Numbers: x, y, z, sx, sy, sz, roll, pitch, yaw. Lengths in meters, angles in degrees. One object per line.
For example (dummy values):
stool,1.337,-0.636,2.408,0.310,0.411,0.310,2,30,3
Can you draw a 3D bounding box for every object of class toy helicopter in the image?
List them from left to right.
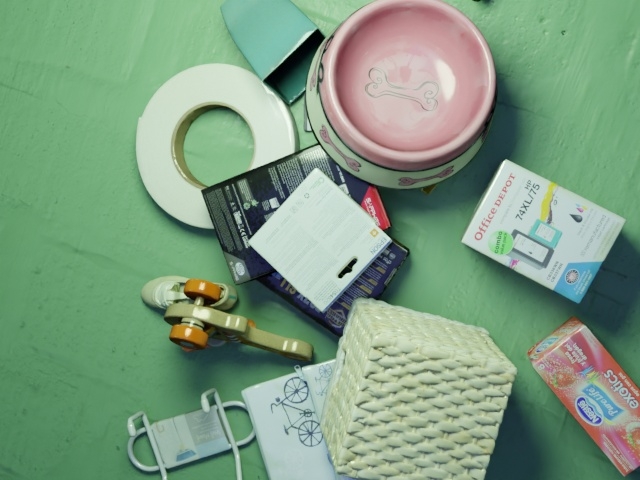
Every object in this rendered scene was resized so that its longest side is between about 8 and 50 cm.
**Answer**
toy helicopter,-0.189,0.222,1.787,0.354,0.235,0.140,19,67,-13

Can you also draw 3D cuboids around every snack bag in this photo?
snack bag,0.007,0.445,1.808,0.342,0.037,0.323,-17,91,4

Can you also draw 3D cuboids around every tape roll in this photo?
tape roll,-0.244,-0.220,1.823,0.391,0.072,0.393,1,93,10

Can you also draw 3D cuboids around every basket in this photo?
basket,0.194,0.331,1.635,0.331,0.266,0.329,14,96,-6

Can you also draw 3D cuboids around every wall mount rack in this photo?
wall mount rack,-0.308,0.529,1.838,0.349,0.130,0.304,-20,89,11

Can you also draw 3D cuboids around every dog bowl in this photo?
dog bowl,0.174,-0.314,1.575,0.407,0.150,0.408,0,85,-3

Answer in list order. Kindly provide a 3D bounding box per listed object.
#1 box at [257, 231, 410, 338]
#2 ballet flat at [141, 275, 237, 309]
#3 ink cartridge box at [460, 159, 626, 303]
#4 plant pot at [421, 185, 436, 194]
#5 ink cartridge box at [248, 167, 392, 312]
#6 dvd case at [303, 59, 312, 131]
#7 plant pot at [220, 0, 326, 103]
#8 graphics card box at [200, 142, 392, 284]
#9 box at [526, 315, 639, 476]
box,0.006,0.040,1.787,0.322,0.079,0.257,34,99,7
ballet flat,-0.323,0.128,1.847,0.248,0.086,0.086,-1,92,10
ink cartridge box,0.460,-0.022,1.641,0.270,0.197,0.198,28,97,8
plant pot,0.231,-0.163,1.739,0.083,0.081,0.081,43,99,18
ink cartridge box,0.000,0.000,1.633,0.224,0.045,0.223,44,100,2
dvd case,0.070,-0.336,1.788,0.221,0.018,0.165,1,93,10
plant pot,-0.107,-0.466,1.739,0.165,0.165,0.234,-42,72,9
graphics card box,-0.053,-0.070,1.708,0.370,0.094,0.233,-22,89,8
box,0.596,0.326,1.658,0.142,0.154,0.300,-40,87,10
